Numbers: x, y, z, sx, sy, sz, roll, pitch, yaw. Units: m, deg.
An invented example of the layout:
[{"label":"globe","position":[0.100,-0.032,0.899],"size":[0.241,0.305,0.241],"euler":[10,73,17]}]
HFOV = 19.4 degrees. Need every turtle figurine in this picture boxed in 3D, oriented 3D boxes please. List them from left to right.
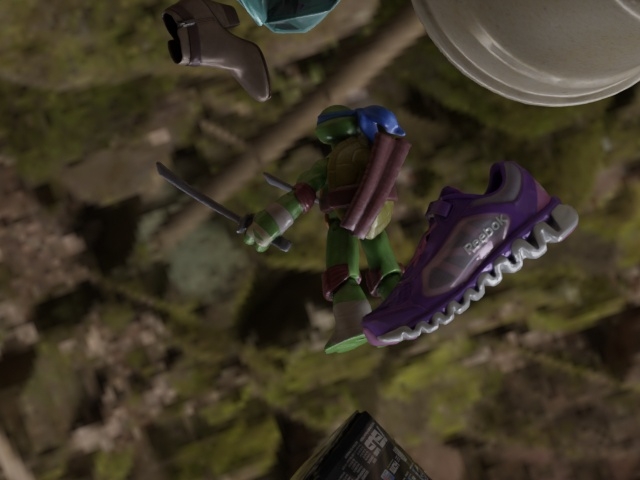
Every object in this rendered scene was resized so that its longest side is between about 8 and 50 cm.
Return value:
[{"label":"turtle figurine","position":[0.000,0.000,2.112],"size":[0.274,0.266,0.198],"euler":[-19,168,9]}]

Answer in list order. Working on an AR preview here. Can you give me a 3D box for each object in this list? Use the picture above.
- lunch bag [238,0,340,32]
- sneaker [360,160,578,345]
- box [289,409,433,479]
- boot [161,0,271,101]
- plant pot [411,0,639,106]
[{"label":"lunch bag","position":[0.001,-0.306,1.373],"size":[0.160,0.223,0.262],"euler":[15,151,5]},{"label":"sneaker","position":[0.125,0.008,1.774],"size":[0.236,0.104,0.095],"euler":[-37,-173,-11]},{"label":"box","position":[0.080,0.297,1.345],"size":[0.097,0.318,0.395],"euler":[-47,178,12]},{"label":"boot","position":[-0.104,-0.181,1.811],"size":[0.087,0.118,0.042],"euler":[-16,165,-42]},{"label":"plant pot","position":[0.276,-0.289,1.714],"size":[0.334,0.334,0.305],"euler":[-21,-170,-14]}]
